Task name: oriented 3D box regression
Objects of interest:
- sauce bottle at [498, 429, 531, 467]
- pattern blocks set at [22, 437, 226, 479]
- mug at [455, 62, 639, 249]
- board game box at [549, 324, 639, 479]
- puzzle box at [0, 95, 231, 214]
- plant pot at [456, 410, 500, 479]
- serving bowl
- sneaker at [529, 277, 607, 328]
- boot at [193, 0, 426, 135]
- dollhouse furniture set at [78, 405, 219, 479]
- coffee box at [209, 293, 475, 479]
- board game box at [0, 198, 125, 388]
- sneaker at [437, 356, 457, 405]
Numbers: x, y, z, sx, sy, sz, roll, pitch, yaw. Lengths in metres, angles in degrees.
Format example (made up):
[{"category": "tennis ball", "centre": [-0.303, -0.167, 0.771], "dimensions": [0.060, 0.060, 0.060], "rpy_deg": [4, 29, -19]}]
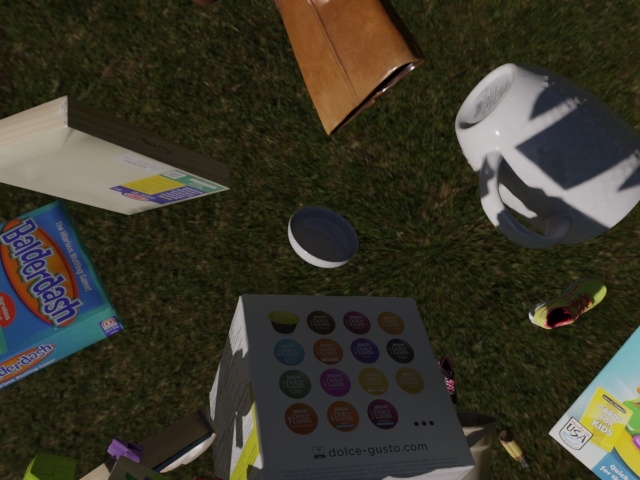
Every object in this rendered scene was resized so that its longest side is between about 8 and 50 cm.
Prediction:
[{"category": "sauce bottle", "centre": [0.510, 0.547, 1.600], "dimensions": [0.042, 0.042, 0.128], "rpy_deg": [-32, 115, 8]}, {"category": "pattern blocks set", "centre": [-0.145, 0.273, 0.589], "dimensions": [0.285, 0.325, 0.026], "rpy_deg": [32, 84, -23]}, {"category": "mug", "centre": [0.432, -0.154, 1.220], "dimensions": [0.328, 0.276, 0.374], "rpy_deg": [34, 61, -17]}, {"category": "board game box", "centre": [0.489, 0.222, 0.774], "dimensions": [0.253, 0.079, 0.336], "rpy_deg": [41, 131, 27]}, {"category": "puzzle box", "centre": [-0.384, -0.130, 1.088], "dimensions": [0.272, 0.409, 0.052], "rpy_deg": [-11, 77, 24]}, {"category": "plant pot", "centre": [0.332, 0.645, 1.689], "dimensions": [0.333, 0.334, 0.306], "rpy_deg": [-2, 81, 10]}, {"category": "serving bowl", "centre": [0.000, 0.000, 0.689], "dimensions": [0.083, 0.083, 0.027], "rpy_deg": [38, 134, 9]}, {"category": "sneaker", "centre": [0.650, 0.172, 1.577], "dimensions": [0.208, 0.094, 0.082], "rpy_deg": [-32, 99, 7]}, {"category": "boot", "centre": [-0.034, -0.252, 0.684], "dimensions": [0.264, 0.096, 0.281], "rpy_deg": [-25, 92, 43]}, {"category": "dollhouse furniture set", "centre": [-0.211, 0.431, 0.801], "dimensions": [0.286, 0.198, 0.303], "rpy_deg": [-36, 79, 23]}, {"category": "coffee box", "centre": [0.003, 0.325, 1.087], "dimensions": [0.337, 0.338, 0.335], "rpy_deg": [3, 46, -19]}, {"category": "board game box", "centre": [-0.322, 0.065, 0.596], "dimensions": [0.210, 0.047, 0.160], "rpy_deg": [-27, 57, -19]}, {"category": "sneaker", "centre": [0.293, 0.323, 1.412], "dimensions": [0.047, 0.057, 0.119], "rpy_deg": [0, 60, -15]}]
